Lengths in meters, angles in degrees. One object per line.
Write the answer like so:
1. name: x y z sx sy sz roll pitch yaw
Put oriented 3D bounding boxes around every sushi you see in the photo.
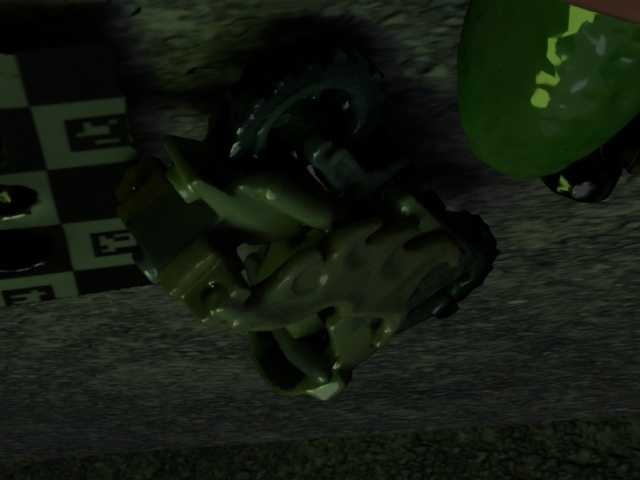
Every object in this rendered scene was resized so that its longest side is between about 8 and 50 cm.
1. sushi: -0.288 -0.068 1.011 0.296 0.100 0.373 -8 153 -4

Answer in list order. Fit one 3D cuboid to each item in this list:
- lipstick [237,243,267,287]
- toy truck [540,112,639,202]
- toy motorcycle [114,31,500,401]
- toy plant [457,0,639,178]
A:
1. lipstick: -0.078 -0.012 1.217 0.059 0.059 0.264 1 163 -1
2. toy truck: 0.240 -0.103 0.794 0.257 0.127 0.127 -4 138 -25
3. toy motorcycle: 0.000 0.000 1.026 0.237 0.168 0.410 -39 146 2
4. toy plant: 0.103 -0.150 0.389 0.317 0.210 0.356 -50 171 17
